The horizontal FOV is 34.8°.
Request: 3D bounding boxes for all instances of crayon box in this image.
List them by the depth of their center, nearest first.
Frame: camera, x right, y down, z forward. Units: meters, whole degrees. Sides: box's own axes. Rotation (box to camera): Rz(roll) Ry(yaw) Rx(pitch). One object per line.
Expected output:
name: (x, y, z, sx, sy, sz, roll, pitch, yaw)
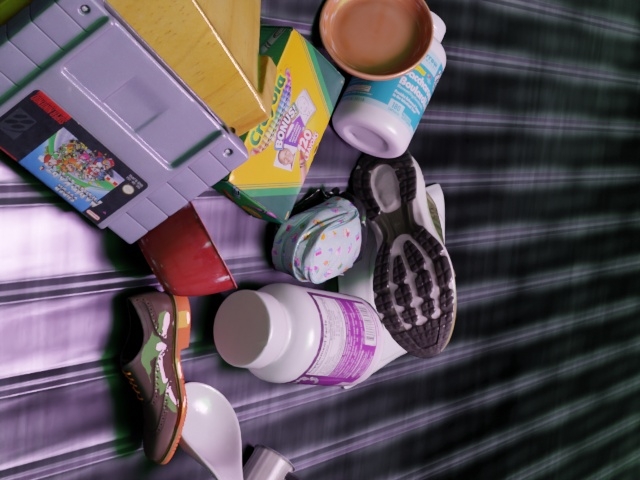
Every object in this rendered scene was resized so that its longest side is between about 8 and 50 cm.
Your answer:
crayon box: (-0.079, -0.188, 1.668, 0.165, 0.081, 0.278, 36, 71, -49)

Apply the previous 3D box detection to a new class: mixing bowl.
mixing bowl: (-0.208, 0.016, 1.516, 0.098, 0.181, 0.181, -30, 127, -7)

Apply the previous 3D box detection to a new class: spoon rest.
spoon rest: (-0.169, 0.351, 1.612, 0.137, 0.084, 0.276, 15, 52, -45)

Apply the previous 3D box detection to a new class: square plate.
square plate: (0.160, 0.089, 2.063, 0.344, 0.049, 0.347, -22, 116, -47)

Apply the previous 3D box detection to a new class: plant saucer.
plant saucer: (0.096, -0.365, 1.779, 0.037, 0.200, 0.200, 98, 17, -72)

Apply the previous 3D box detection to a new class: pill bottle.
pill bottle: (-0.036, 0.161, 1.743, 0.302, 0.169, 0.169, 14, 88, -51)
pill bottle: (0.136, -0.293, 1.855, 0.146, 0.146, 0.264, 44, 66, -47)

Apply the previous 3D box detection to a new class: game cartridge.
game cartridge: (-0.284, -0.154, 1.332, 0.230, 0.068, 0.355, -38, 132, 8)

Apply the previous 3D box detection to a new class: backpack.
backpack: (0.000, 0.000, 1.790, 0.182, 0.115, 0.151, -23, 119, -43)

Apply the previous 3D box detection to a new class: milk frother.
milk frother: (-0.102, 0.458, 1.813, 0.134, 0.129, 0.143, -56, 179, -25)

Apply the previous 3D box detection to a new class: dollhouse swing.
dollhouse swing: (-0.252, -0.331, 1.437, 0.315, 0.305, 0.347, -29, 134, 7)

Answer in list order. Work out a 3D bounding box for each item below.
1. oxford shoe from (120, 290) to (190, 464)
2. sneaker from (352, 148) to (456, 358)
oxford shoe: (-0.262, 0.208, 1.555, 0.098, 0.097, 0.271, 0, 93, -34)
sneaker: (0.187, 0.025, 1.893, 0.182, 0.158, 0.410, 31, 45, -56)
